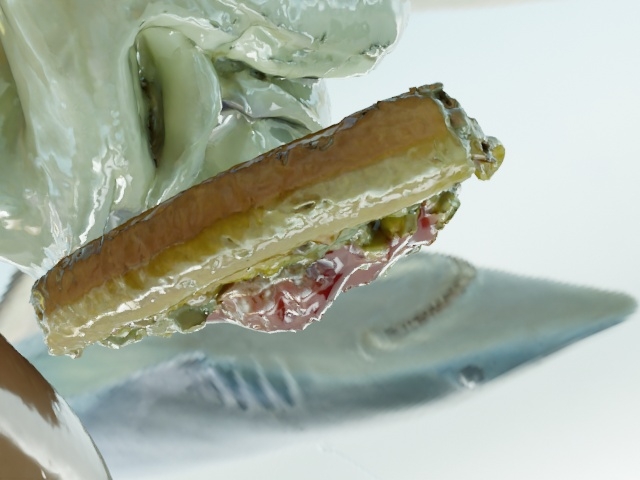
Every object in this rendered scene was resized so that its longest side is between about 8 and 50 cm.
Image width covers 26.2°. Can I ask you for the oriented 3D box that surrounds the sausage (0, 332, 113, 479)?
[{"bbox_3d":[-0.146,0.031,0.293,0.121,0.304,0.121,-9,-122,15],"label":"sausage"}]

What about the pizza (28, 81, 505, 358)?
[{"bbox_3d":[0.000,0.000,0.545,0.188,0.062,0.199,-22,176,24],"label":"pizza"}]

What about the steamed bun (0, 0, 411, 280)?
[{"bbox_3d":[-0.110,-0.103,0.833,0.352,0.247,0.339,-28,-178,-38],"label":"steamed bun"}]
